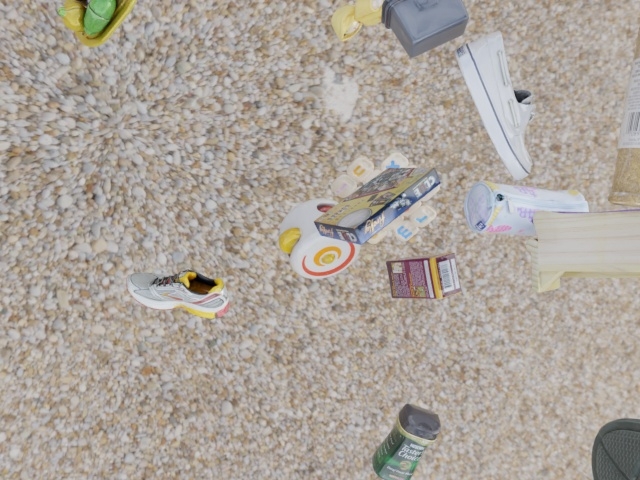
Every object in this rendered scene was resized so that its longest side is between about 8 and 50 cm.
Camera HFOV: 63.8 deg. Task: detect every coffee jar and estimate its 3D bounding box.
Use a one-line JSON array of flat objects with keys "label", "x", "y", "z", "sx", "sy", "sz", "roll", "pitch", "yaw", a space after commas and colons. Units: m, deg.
[{"label": "coffee jar", "x": 0.194, "y": 0.457, "z": 1.160, "sx": 0.096, "sy": 0.079, "sz": 0.185, "roll": 20, "pitch": 112, "yaw": -7}]

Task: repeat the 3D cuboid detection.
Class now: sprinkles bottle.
[{"label": "sprinkles bottle", "x": 0.533, "y": -0.226, "z": 0.786, "sx": 0.121, "sy": 0.121, "sz": 0.356, "roll": 3, "pitch": 98, "yaw": -22}]

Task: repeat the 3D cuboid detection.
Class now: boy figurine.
[{"label": "boy figurine", "x": 0.160, "y": -0.630, "z": 1.409, "sx": 0.284, "sy": 0.177, "sz": 0.092, "roll": -11, "pitch": 99, "yaw": 21}]

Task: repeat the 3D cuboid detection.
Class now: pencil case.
[{"label": "pencil case", "x": 0.464, "y": -0.071, "z": 1.164, "sx": 0.272, "sy": 0.124, "sz": 0.114, "roll": 4, "pitch": 60, "yaw": -19}]

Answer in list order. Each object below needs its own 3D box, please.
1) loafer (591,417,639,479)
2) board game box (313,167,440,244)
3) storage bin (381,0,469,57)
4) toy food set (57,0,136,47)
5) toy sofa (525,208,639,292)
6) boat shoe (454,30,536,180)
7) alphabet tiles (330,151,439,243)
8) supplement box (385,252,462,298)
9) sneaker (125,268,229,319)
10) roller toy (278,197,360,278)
[{"label": "loafer", "x": 0.270, "y": 0.154, "z": 0.268, "sx": 0.084, "sy": 0.267, "sz": 0.096, "roll": 11, "pitch": 85, "yaw": -12}, {"label": "board game box", "x": 0.123, "y": -0.083, "z": 1.134, "sx": 0.243, "sy": 0.165, "sz": 0.042, "roll": -36, "pitch": 114, "yaw": -21}, {"label": "storage bin", "x": 0.185, "y": -0.383, "z": 0.875, "sx": 0.135, "sy": 0.098, "sz": 0.091, "roll": -25, "pitch": 79, "yaw": 0}, {"label": "toy food set", "x": -0.363, "y": -0.421, "z": 0.836, "sx": 0.217, "sy": 0.128, "sz": 0.071, "roll": -37, "pitch": 161, "yaw": 24}, {"label": "toy sofa", "x": 0.618, "y": 0.020, "z": 1.029, "sx": 0.150, "sy": 0.362, "sz": 0.177, "roll": 0, "pitch": 88, "yaw": -48}, {"label": "boat shoe", "x": 0.320, "y": -0.224, "z": 0.876, "sx": 0.088, "sy": 0.096, "sz": 0.268, "roll": -23, "pitch": 114, "yaw": 24}, {"label": "alphabet tiles", "x": 0.175, "y": -0.113, "z": 1.423, "sx": 0.284, "sy": 0.021, "sz": 0.278, "roll": 34, "pitch": 126, "yaw": -17}, {"label": "supplement box", "x": 0.263, "y": 0.093, "z": 1.331, "sx": 0.080, "sy": 0.188, "sz": 0.104, "roll": -11, "pitch": 91, "yaw": -31}, {"label": "sneaker", "x": -0.305, "y": 0.096, "z": 1.107, "sx": 0.225, "sy": 0.088, "sz": 0.093, "roll": 9, "pitch": 128, "yaw": 1}, {"label": "roller toy", "x": 0.000, "y": 0.000, "z": 1.330, "sx": 0.191, "sy": 0.146, "sz": 0.209, "roll": -27, "pitch": 141, "yaw": 3}]
